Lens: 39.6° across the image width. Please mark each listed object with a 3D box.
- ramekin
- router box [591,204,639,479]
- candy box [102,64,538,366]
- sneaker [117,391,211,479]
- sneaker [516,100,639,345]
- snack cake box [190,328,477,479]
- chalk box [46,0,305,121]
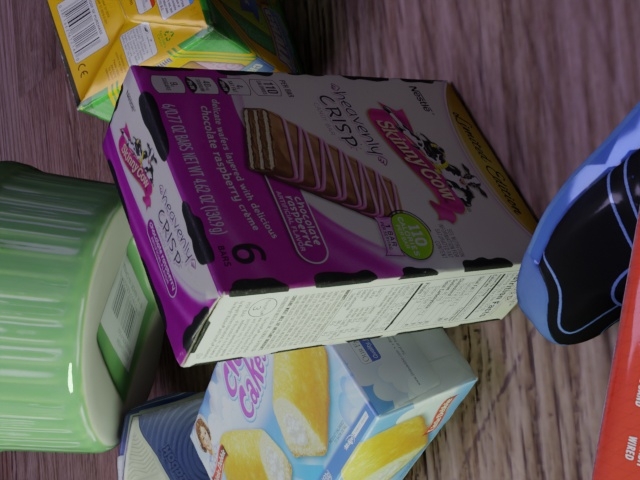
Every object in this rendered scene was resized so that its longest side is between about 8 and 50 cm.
[{"bbox_3d":[-0.265,0.074,0.916,0.303,0.148,0.304,5,-90,-83],"label":"ramekin"},{"bbox_3d":[0.239,0.101,0.266,0.301,0.082,0.336,16,107,40],"label":"router box"},{"bbox_3d":[0.008,-0.023,0.532,0.071,0.233,0.159,-56,50,42],"label":"candy box"},{"bbox_3d":[-0.172,0.324,0.933,0.182,0.127,0.316,-15,82,54],"label":"sneaker"},{"bbox_3d":[0.178,-0.014,0.414,0.232,0.081,0.090,-63,39,37],"label":"sneaker"},{"bbox_3d":[-0.007,0.128,0.668,0.152,0.089,0.264,55,142,29],"label":"snack cake box"},{"bbox_3d":[-0.102,-0.166,0.744,0.132,0.213,0.132,-26,74,20],"label":"chalk box"}]
